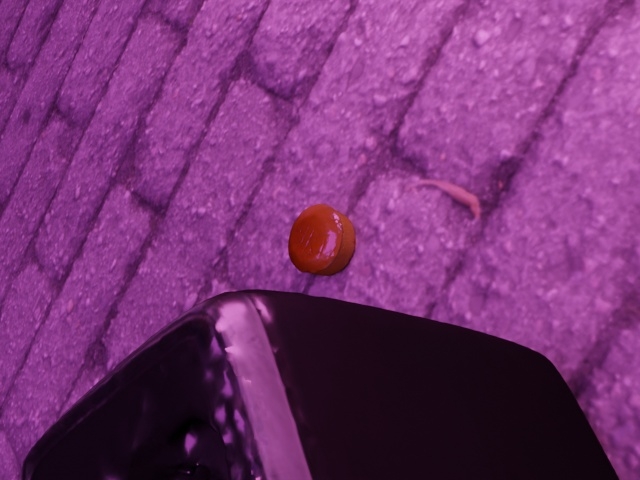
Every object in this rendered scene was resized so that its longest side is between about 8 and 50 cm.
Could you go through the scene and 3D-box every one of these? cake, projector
[{"bbox_3d":[0.000,0.000,0.839,0.084,0.044,0.084,-12,72,39],"label":"cake"},{"bbox_3d":[0.059,0.265,0.457,0.242,0.405,0.395,-40,55,28],"label":"projector"}]
